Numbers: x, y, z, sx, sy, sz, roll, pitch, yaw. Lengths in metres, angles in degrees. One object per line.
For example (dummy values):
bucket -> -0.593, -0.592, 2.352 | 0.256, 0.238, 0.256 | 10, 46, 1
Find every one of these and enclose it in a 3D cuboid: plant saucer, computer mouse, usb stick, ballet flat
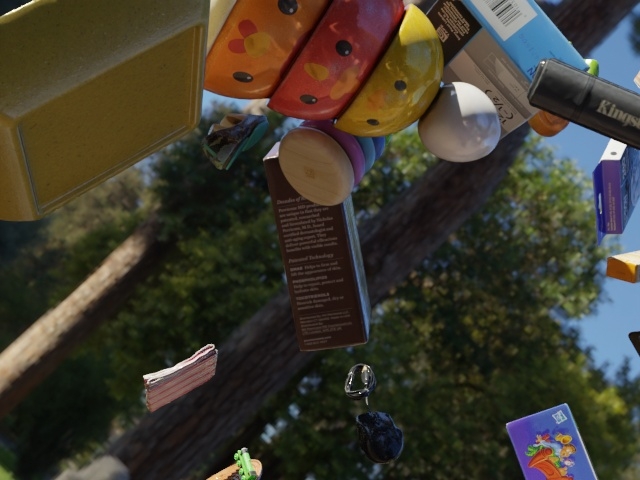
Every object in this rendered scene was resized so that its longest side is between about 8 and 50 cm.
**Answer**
plant saucer -> -0.246, -0.154, 1.155 | 0.081, 0.333, 0.332 | 52, -21, 13
computer mouse -> 0.083, 0.268, 1.690 | 0.242, 0.071, 0.041 | -110, -167, -58
usb stick -> 0.432, -0.181, 1.509 | 0.278, 0.077, 0.045 | 24, -1, 7
ballet flat -> -0.132, -0.164, 1.603 | 0.070, 0.070, 0.188 | 47, 23, -5

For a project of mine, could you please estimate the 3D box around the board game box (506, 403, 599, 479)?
board game box -> 0.333, 0.386, 1.272 | 0.233, 0.078, 0.347 | 43, 26, -68

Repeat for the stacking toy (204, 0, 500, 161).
stacking toy -> 0.061, -0.271, 1.524 | 0.480, 0.350, 0.350 | 29, -13, -7

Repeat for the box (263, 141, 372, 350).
box -> 0.000, 0.000, 2.005 | 0.191, 0.143, 0.381 | -68, 150, -75

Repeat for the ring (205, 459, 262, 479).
ring -> -0.243, 0.530, 1.979 | 0.032, 0.337, 0.336 | 56, -16, -6

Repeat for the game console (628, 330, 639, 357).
game console -> 0.630, 0.229, 1.885 | 0.085, 0.124, 0.144 | 26, -25, -38

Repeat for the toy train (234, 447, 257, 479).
toy train -> -0.101, 0.328, 1.474 | 0.017, 0.023, 0.083 | 11, 40, -36

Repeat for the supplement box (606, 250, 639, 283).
supplement box -> 0.550, 0.044, 1.815 | 0.062, 0.098, 0.036 | 18, -69, 51

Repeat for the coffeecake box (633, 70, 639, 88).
coffeecake box -> 0.614, -0.301, 1.671 | 0.185, 0.142, 0.068 | -64, -147, 37

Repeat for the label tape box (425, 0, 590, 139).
label tape box -> 0.281, -0.306, 1.833 | 0.249, 0.115, 0.348 | 50, -19, 0

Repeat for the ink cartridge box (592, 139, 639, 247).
ink cartridge box -> 0.638, -0.122, 2.250 | 0.045, 0.208, 0.206 | 11, -45, 30

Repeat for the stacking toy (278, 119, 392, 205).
stacking toy -> 0.082, -0.199, 1.724 | 0.141, 0.330, 0.141 | 29, -38, 25

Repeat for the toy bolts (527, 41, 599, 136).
toy bolts -> 0.396, -0.317, 2.078 | 0.229, 0.218, 0.158 | 33, -21, -20

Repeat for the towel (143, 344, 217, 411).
towel -> -0.261, 0.255, 1.952 | 0.029, 0.144, 0.197 | 58, -18, 15
